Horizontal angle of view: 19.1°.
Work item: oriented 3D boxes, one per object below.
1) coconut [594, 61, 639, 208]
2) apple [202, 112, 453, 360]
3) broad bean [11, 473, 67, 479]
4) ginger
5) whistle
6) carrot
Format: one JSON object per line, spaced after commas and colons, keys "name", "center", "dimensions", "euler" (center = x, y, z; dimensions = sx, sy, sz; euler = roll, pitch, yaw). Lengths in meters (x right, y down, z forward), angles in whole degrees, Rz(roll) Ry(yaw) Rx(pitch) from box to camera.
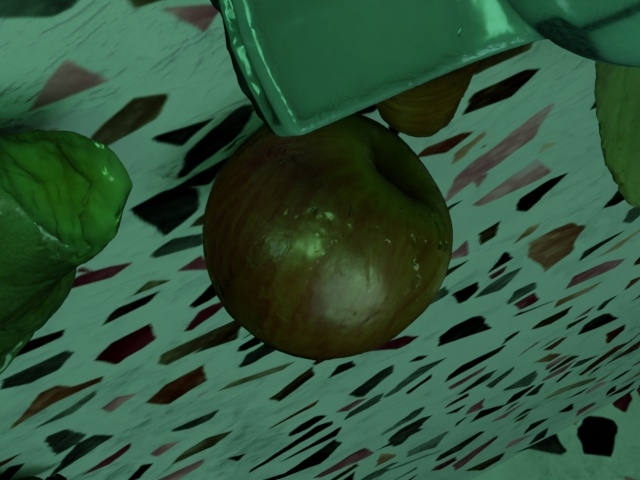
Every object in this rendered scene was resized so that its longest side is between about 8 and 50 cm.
{"name": "coconut", "center": [0.297, -0.109, 1.099], "dimensions": [0.239, 0.239, 0.244], "euler": [-17, 159, -37]}
{"name": "apple", "center": [0.000, 0.000, 1.063], "dimensions": [0.146, 0.146, 0.146], "euler": [-27, 164, -8]}
{"name": "broad bean", "center": [-0.249, 0.215, 1.406], "dimensions": [0.070, 0.048, 0.213], "euler": [3, -171, 24]}
{"name": "ginger", "center": [-0.193, 0.033, 0.943], "dimensions": [0.137, 0.089, 0.290], "euler": [-41, 178, -35]}
{"name": "whistle", "center": [0.109, -0.137, 0.816], "dimensions": [0.289, 0.163, 0.163], "euler": [-25, 163, -19]}
{"name": "carrot", "center": [0.055, -0.090, 1.021], "dimensions": [0.072, 0.072, 0.205], "euler": [-29, 166, -2]}
